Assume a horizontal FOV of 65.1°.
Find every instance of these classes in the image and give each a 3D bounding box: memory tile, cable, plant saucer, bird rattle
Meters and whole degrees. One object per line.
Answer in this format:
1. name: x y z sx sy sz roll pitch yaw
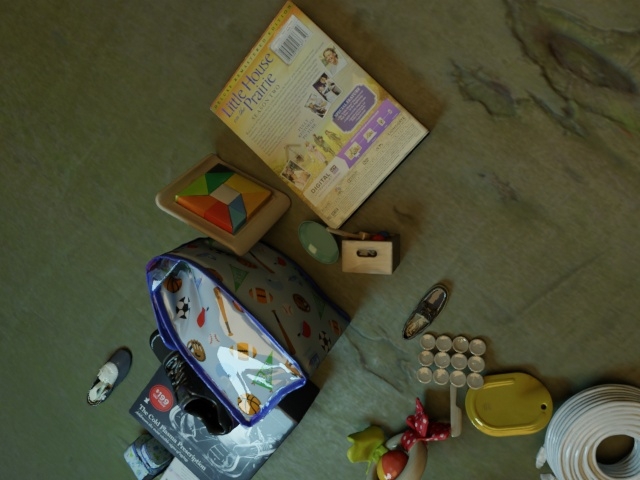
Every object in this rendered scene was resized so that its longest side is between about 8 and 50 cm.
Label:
1. memory tile: 0.294 0.271 1.129 0.147 0.012 0.113 3 75 18
2. cable: 0.596 0.422 1.023 0.256 0.089 0.258 9 102 4
3. plant saucer: 0.000 0.000 1.167 0.119 0.021 0.119 28 141 26
4. bird rattle: 0.185 0.494 1.134 0.253 0.207 0.143 -29 108 29

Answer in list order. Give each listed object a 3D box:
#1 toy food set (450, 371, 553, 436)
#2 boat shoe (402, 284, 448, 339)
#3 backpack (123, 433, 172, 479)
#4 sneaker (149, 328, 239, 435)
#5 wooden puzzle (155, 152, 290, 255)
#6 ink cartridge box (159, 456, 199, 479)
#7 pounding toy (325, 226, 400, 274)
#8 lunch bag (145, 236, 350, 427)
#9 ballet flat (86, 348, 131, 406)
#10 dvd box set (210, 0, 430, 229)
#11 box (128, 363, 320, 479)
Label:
1. toy food set: 0.395 0.366 1.113 0.217 0.071 0.128 -10 69 15
2. boat shoe: 0.237 0.169 1.132 0.056 0.049 0.152 33 107 10
3. backpack: -0.480 0.601 1.404 0.114 0.105 0.084 44 101 14
4. sneaker: -0.278 0.299 1.089 0.283 0.124 0.107 41 106 8
5. wooden puzzle: -0.215 -0.095 1.147 0.238 0.221 0.044 32 137 8
6. ink cartridge box: -0.336 0.643 1.370 0.154 0.093 0.213 36 109 8
7. pounding toy: 0.097 0.014 1.106 0.141 0.130 0.101 2 100 17
8. lunch bag: -0.168 0.154 1.113 0.239 0.328 0.385 -43 87 19
9. ballet flat: -0.608 0.397 1.425 0.074 0.074 0.203 40 108 7
10. dvd box set: -0.010 -0.272 1.128 0.420 0.062 0.308 44 109 6
11. box: -0.239 0.400 1.253 0.343 0.179 0.313 39 107 7
